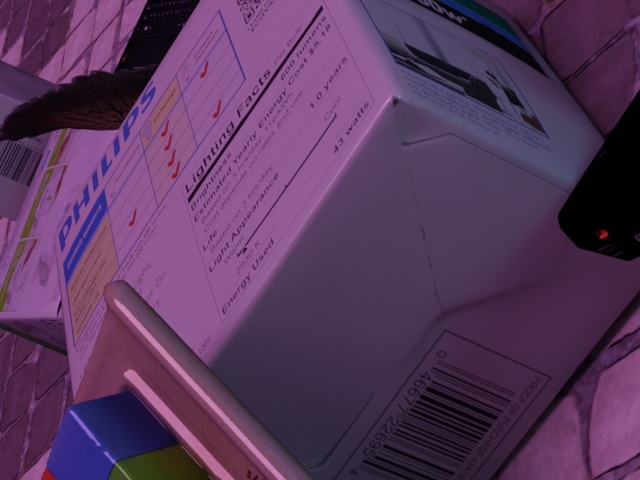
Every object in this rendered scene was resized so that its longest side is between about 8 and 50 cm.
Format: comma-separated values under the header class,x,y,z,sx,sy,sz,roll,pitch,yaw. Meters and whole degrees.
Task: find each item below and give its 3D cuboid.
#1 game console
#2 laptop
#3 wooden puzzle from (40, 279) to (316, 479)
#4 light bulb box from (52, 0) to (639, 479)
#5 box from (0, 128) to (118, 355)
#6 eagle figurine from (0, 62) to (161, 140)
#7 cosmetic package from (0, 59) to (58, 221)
class,x,y,z,sx,sy,sz,roll,pitch,yaw
game console,0.283,-0.117,0.840,0.361,0.044,0.213,-34,12,43
laptop,-0.201,-0.328,1.896,0.234,0.137,0.264,10,75,63
wooden puzzle,-0.079,0.246,0.900,0.322,0.080,0.347,42,129,30
light bulb box,0.000,0.000,1.141,0.358,0.225,0.361,-55,27,21
box,-0.217,-0.020,1.664,0.231,0.127,0.262,-7,61,59
eagle figurine,-0.104,-0.123,1.460,0.298,0.226,0.225,-49,-7,-12
cosmetic package,-0.375,-0.123,1.929,0.138,0.224,0.224,-62,26,11
